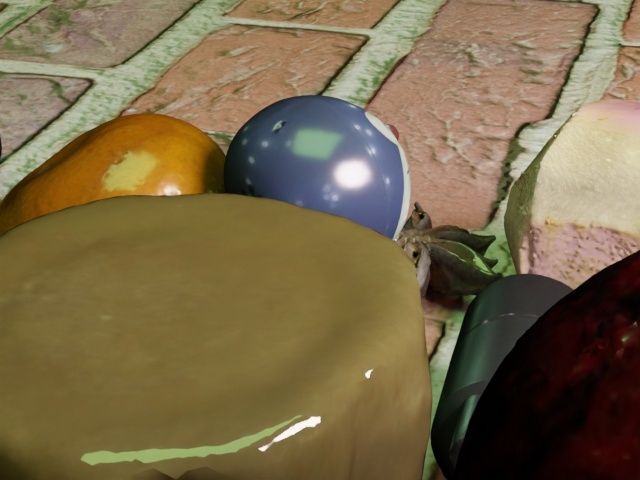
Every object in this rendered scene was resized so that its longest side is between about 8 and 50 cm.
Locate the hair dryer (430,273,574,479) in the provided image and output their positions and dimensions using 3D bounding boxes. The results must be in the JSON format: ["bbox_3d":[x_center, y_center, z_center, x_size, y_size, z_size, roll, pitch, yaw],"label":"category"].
[{"bbox_3d":[0.235,0.123,1.212,0.303,0.116,0.244,-4,26,15],"label":"hair dryer"}]

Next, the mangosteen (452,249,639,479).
[{"bbox_3d":[0.255,0.189,0.860,0.381,0.421,0.380,-4,65,8],"label":"mangosteen"}]

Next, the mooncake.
[{"bbox_3d":[-0.106,0.128,1.174,0.379,0.200,0.378,-4,29,2],"label":"mooncake"}]

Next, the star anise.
[{"bbox_3d":[0.088,0.019,1.536,0.195,0.065,0.182,15,25,39],"label":"star anise"}]

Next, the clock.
[{"bbox_3d":[0.000,0.000,1.367,0.147,0.243,0.200,-20,33,-34],"label":"clock"}]

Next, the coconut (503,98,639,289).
[{"bbox_3d":[0.270,-0.005,1.398,0.245,0.233,0.233,9,27,35],"label":"coconut"}]

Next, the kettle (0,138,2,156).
[{"bbox_3d":[-0.461,-0.116,1.768,0.237,0.161,0.221,7,-4,16],"label":"kettle"}]

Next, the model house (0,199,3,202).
[{"bbox_3d":[-0.327,-0.019,1.592,0.100,0.100,0.088,15,28,28],"label":"model house"}]

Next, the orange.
[{"bbox_3d":[-0.175,-0.004,1.437,0.240,0.171,0.240,-34,13,9],"label":"orange"}]
